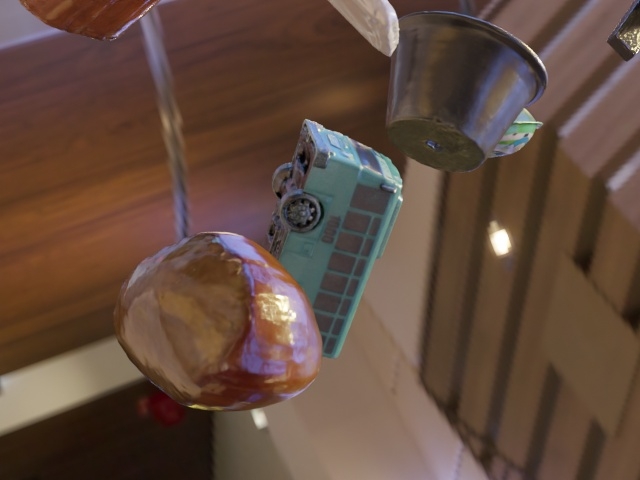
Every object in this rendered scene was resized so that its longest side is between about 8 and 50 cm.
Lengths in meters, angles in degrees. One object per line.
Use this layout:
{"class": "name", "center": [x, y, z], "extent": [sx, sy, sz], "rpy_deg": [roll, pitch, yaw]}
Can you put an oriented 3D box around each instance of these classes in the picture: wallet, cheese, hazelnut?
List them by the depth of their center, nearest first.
{"class": "wallet", "center": [0.015, -0.266, 1.428], "extent": [0.183, 0.032, 0.124], "rpy_deg": [46, -6, 12]}
{"class": "hazelnut", "center": [-0.099, 0.076, 1.455], "extent": [0.210, 0.210, 0.186], "rpy_deg": [39, -28, 55]}
{"class": "cheese", "center": [0.235, -0.167, 2.220], "extent": [0.320, 0.203, 0.083], "rpy_deg": [167, -82, -84]}

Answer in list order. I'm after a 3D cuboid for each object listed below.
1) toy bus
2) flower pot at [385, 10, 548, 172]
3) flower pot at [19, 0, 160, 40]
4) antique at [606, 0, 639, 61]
{"class": "toy bus", "center": [0.000, 0.000, 1.707], "extent": [0.128, 0.147, 0.256], "rpy_deg": [-111, -141, -66]}
{"class": "flower pot", "center": [0.177, -0.189, 1.954], "extent": [0.235, 0.148, 0.235], "rpy_deg": [20, -21, 8]}
{"class": "flower pot", "center": [-0.171, -0.289, 1.221], "extent": [0.173, 0.190, 0.191], "rpy_deg": [-24, -95, 36]}
{"class": "antique", "center": [0.331, -0.238, 1.420], "extent": [0.031, 0.192, 0.015], "rpy_deg": [43, -41, -4]}
